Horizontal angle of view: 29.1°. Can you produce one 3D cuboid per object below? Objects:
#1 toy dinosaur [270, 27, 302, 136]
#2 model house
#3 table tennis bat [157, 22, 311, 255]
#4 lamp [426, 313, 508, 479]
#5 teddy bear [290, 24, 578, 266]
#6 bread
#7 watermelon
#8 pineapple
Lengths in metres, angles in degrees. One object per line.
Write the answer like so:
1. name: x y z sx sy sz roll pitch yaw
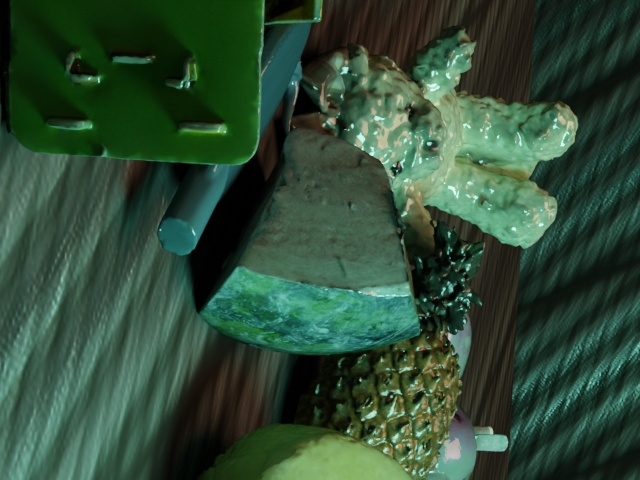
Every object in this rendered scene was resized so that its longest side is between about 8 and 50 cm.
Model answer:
1. toy dinosaur: -0.045 -0.210 1.439 0.080 0.045 0.197 -18 101 -73
2. model house: -0.037 -0.223 1.021 0.323 0.340 0.300 -27 120 -73
3. table tennis bat: -0.081 -0.108 1.232 0.329 0.044 0.215 -64 180 -44
4. lamp: 0.155 0.238 1.807 0.247 0.247 0.301 -169 -98 -71
5. teddy bear: 0.157 -0.124 1.641 0.362 0.375 0.327 -17 122 -84
6. bread: -0.021 0.355 1.296 0.320 0.237 0.321 12 69 -34
7. watermelon: 0.000 0.000 1.393 0.387 0.228 0.258 22 63 -76
8. pineapple: 0.103 0.149 1.604 0.362 0.202 0.202 -67 158 -9
